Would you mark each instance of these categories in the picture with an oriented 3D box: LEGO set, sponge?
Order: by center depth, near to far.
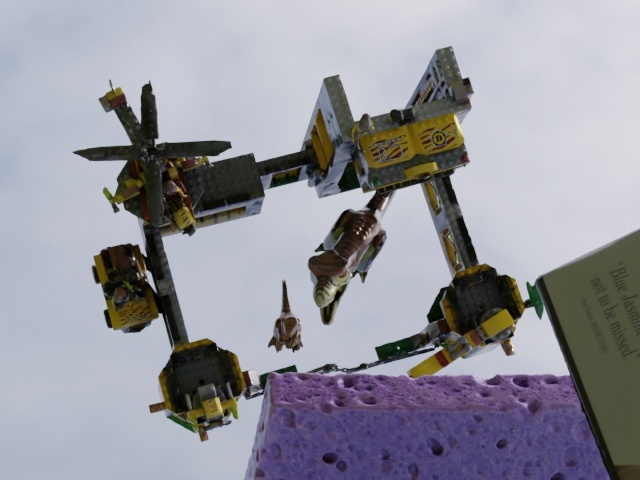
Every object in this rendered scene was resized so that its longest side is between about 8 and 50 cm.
[{"bbox_3d":[0.063,0.123,0.805,0.210,0.117,0.031,2,-140,-12],"label":"sponge"},{"bbox_3d":[0.000,0.000,1.031,0.331,0.192,0.255,-7,-102,-8],"label":"LEGO set"}]

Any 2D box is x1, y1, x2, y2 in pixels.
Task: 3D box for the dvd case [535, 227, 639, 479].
[{"bbox_3d":[0.227,0.020,0.618,0.253,0.022,0.180,-26,-147,11],"label":"dvd case"}]
